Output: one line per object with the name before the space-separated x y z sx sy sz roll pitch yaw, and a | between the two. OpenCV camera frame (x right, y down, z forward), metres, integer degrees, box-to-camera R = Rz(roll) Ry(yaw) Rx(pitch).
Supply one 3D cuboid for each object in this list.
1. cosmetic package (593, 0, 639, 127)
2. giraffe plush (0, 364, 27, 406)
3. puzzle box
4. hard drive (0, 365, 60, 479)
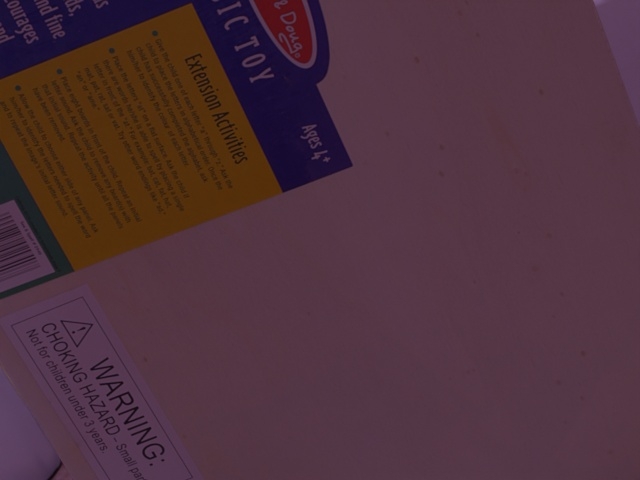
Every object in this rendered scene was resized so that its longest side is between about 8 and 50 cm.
cosmetic package | 0.061 -0.064 0.977 0.453 0.161 0.230 -29 27 -5
giraffe plush | -0.261 0.016 1.048 0.210 0.170 0.181 15 42 22
puzzle box | 0.000 0.000 0.639 0.272 0.409 0.052 -20 27 11
hard drive | -0.311 0.064 0.863 0.047 0.353 0.233 3 39 46
